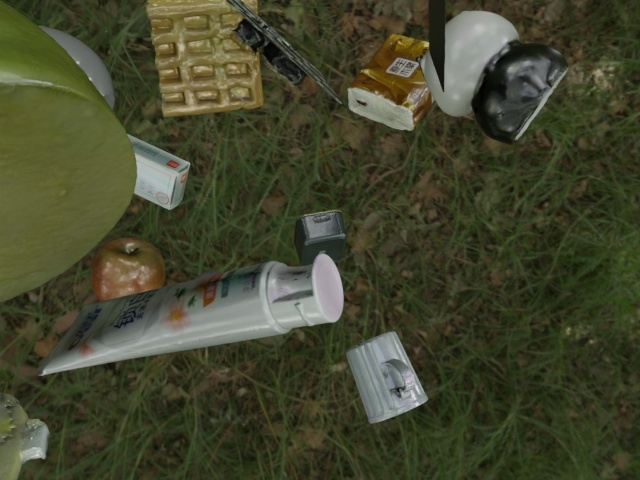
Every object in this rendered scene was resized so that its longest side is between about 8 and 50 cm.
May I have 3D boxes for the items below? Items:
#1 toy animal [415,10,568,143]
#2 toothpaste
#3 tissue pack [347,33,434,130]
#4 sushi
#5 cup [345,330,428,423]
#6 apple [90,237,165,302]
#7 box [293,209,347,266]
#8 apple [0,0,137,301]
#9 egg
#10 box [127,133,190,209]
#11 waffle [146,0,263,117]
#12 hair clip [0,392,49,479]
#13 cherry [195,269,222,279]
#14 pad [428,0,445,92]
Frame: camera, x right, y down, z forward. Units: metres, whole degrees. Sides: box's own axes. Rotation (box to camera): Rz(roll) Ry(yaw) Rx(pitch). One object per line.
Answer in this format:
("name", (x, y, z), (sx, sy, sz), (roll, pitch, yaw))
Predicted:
("toy animal", (0.299, -0.297, 1.001), (0.187, 0.235, 0.165), (-54, 161, 7))
("toothpaste", (-0.136, 0.073, 0.540), (0.322, 0.100, 0.066), (-13, 125, 24))
("tissue pack", (0.194, -0.379, 1.345), (0.226, 0.183, 0.092), (-53, 152, -26))
("sushi", (-0.066, -0.262, 0.795), (0.192, 0.280, 0.043), (38, 106, -22))
("cup", (0.185, 0.347, 1.470), (0.166, 0.221, 0.202), (-8, 71, -47))
("apple", (-0.504, 0.091, 1.473), (0.188, 0.188, 0.174), (-2, 121, -20))
("box", (0.000, 0.000, 1.675), (0.144, 0.090, 0.201), (-10, 154, -11))
("apple", (-0.325, -0.037, 0.409), (0.311, 0.320, 0.360), (32, 132, -18))
("egg", (-0.510, -0.313, 1.083), (0.232, 0.176, 0.176), (42, 91, 10))
("box", (-0.508, -0.202, 1.589), (0.269, 0.079, 0.135), (25, 125, 4))
("waffle", (-0.303, -0.503, 1.539), (0.303, 0.078, 0.348), (-7, 136, -9))
("hair clip", (-0.266, 0.172, 0.367), (0.145, 0.187, 0.056), (1, 131, -10))
("cherry", (-0.342, 0.170, 1.747), (0.176, 0.176, 0.140), (-37, 105, -5))
("pad", (0.164, -0.302, 0.791), (0.003, 0.112, 0.157), (-10, 142, 4))
